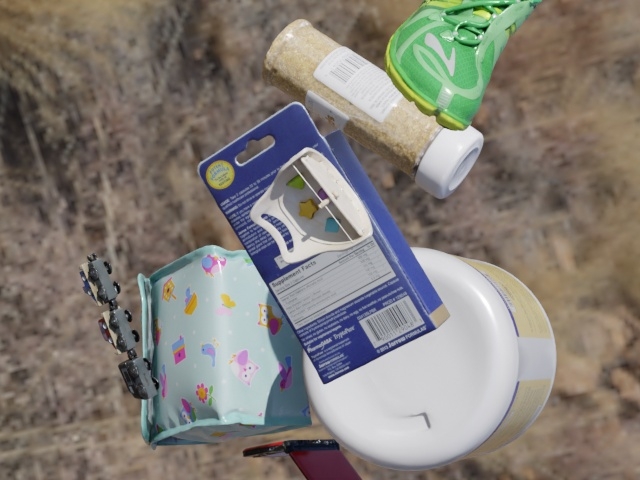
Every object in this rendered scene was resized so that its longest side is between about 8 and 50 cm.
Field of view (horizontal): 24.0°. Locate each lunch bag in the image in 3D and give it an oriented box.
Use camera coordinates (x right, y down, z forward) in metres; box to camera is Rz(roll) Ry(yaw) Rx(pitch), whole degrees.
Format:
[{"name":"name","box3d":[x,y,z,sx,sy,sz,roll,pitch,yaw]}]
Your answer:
[{"name":"lunch bag","box3d":[-0.142,0.138,1.853,0.160,0.262,0.223,6,75,-36]}]

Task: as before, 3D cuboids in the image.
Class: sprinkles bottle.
[{"name":"sprinkles bottle","box3d":[0.079,-0.207,2.341,0.355,0.121,0.121,35,10,16]}]

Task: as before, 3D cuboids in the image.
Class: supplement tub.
[{"name":"supplement tub","box3d":[0.138,0.135,1.732,0.331,0.241,0.241,13,63,-70]}]

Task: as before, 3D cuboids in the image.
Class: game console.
[{"name":"game console","box3d":[-0.023,0.331,2.166,0.144,0.124,0.085,12,66,-58]}]

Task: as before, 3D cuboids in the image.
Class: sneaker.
[{"name":"sneaker","box3d":[0.147,-0.225,1.499,0.109,0.123,0.295,31,45,-10]}]

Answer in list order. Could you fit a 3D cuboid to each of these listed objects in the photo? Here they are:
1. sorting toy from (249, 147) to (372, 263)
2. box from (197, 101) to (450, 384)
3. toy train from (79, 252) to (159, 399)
[{"name":"sorting toy","box3d":[-0.012,-0.021,1.156,0.083,0.075,0.045,52,16,-8]},{"name":"box","box3d":[0.000,0.000,1.300,0.225,0.136,0.036,59,35,-2]},{"name":"toy train","box3d":[-0.206,0.088,1.525,0.027,0.036,0.158,-25,95,-43]}]
